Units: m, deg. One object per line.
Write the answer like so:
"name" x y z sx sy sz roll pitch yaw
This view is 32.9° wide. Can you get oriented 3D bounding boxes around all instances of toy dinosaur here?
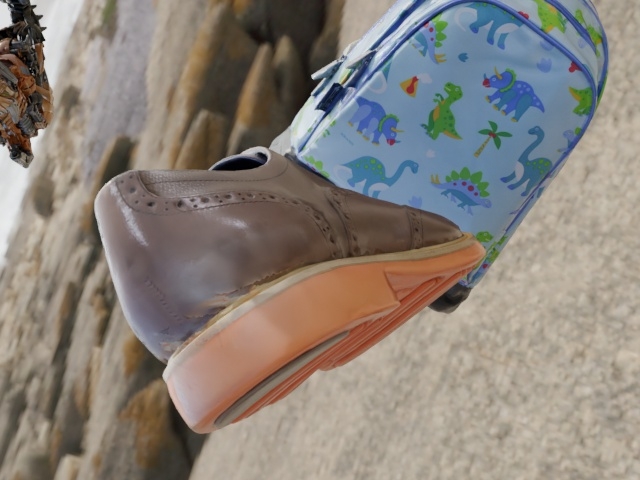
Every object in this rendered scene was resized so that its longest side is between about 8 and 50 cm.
"toy dinosaur" -0.371 -0.179 1.218 0.322 0.164 0.218 -18 93 65

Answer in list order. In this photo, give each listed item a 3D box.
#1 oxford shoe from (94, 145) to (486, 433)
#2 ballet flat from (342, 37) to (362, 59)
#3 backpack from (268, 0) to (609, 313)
"oxford shoe" 0.000 0.000 0.639 0.130 0.133 0.363 -39 -10 16
"ballet flat" 0.115 -0.266 1.539 0.052 0.168 0.057 -110 13 -49
"backpack" 0.144 -0.131 1.131 0.355 0.290 0.273 -49 1 10
